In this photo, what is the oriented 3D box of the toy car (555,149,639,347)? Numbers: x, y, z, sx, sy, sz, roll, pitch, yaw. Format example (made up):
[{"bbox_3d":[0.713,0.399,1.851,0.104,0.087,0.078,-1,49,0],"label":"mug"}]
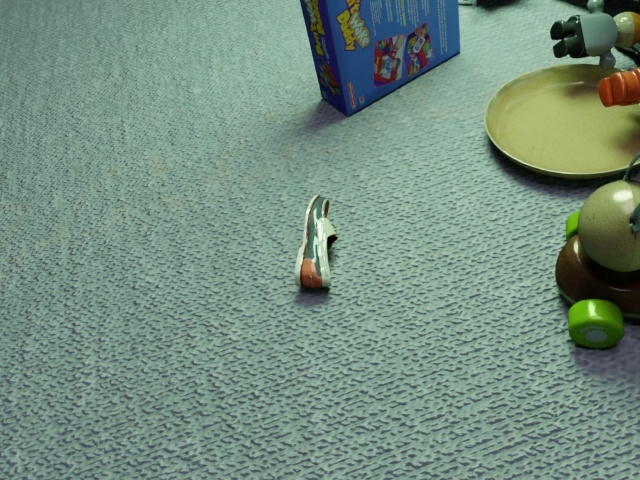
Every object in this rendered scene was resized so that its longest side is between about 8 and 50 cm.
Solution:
[{"bbox_3d":[0.309,-0.008,0.601,0.149,0.188,0.155,2,49,17],"label":"toy car"}]

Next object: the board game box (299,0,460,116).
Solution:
[{"bbox_3d":[0.083,-0.386,0.901,0.233,0.347,0.078,-32,48,-16],"label":"board game box"}]

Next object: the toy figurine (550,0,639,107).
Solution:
[{"bbox_3d":[0.410,-0.289,0.780,0.148,0.213,0.209,-11,43,-8],"label":"toy figurine"}]

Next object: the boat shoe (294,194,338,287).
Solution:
[{"bbox_3d":[0.000,0.000,0.773,0.043,0.049,0.137,1,51,11],"label":"boat shoe"}]

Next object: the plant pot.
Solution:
[{"bbox_3d":[0.341,-0.158,0.841,0.236,0.032,0.236,-7,47,7],"label":"plant pot"}]

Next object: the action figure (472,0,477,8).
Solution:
[{"bbox_3d":[0.307,-0.526,1.107,0.164,0.141,0.275,-14,36,43],"label":"action figure"}]

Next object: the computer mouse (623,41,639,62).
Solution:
[{"bbox_3d":[0.575,-0.296,0.887,0.262,0.060,0.184,-10,46,6],"label":"computer mouse"}]
